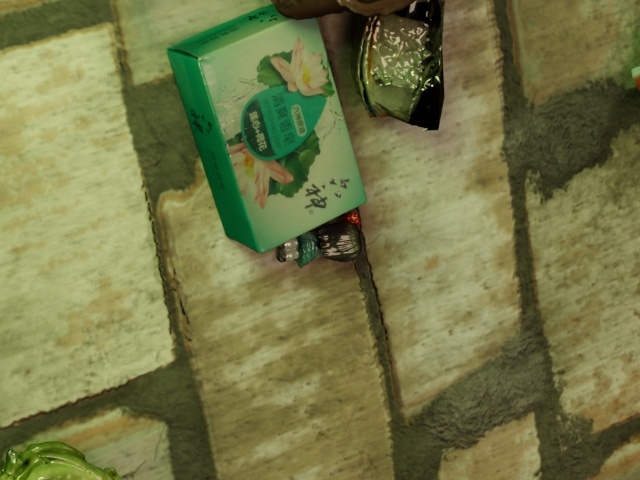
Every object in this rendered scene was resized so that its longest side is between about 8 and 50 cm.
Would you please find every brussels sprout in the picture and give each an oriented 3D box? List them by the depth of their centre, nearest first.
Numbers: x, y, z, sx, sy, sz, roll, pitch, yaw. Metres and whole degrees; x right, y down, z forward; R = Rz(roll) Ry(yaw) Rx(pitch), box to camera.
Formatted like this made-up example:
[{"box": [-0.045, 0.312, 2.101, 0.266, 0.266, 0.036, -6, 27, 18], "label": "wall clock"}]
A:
[{"box": [-0.290, 0.297, 1.675, 0.181, 0.100, 0.139, 24, 101, -34], "label": "brussels sprout"}]

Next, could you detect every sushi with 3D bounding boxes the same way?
[{"box": [0.090, -0.274, 1.737, 0.109, 0.134, 0.273, 1, 116, 1], "label": "sushi"}]

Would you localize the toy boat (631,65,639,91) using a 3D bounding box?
[{"box": [0.572, -0.254, 2.015, 0.332, 0.145, 0.133, -4, 77, -30], "label": "toy boat"}]

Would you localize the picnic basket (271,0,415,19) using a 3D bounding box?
[{"box": [-0.010, -0.364, 1.582, 0.222, 0.129, 0.297, -36, 104, -46], "label": "picnic basket"}]

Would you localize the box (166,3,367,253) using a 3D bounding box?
[{"box": [-0.058, -0.128, 1.696, 0.153, 0.092, 0.245, -28, 115, -22], "label": "box"}]

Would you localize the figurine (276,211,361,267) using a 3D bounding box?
[{"box": [0.000, 0.000, 1.795, 0.106, 0.047, 0.060, -8, 86, -20], "label": "figurine"}]
